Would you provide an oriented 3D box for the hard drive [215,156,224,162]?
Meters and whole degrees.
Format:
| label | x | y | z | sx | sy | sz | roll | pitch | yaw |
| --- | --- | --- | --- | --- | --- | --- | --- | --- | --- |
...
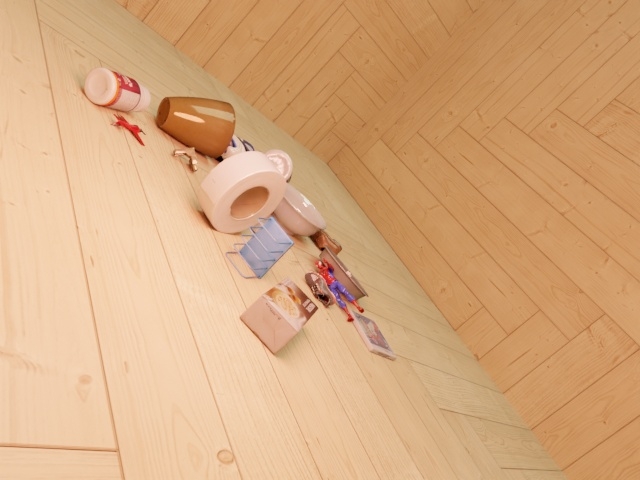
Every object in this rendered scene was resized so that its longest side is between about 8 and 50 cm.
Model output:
| label | x | y | z | sx | sy | sz | roll | pitch | yaw |
| --- | --- | --- | --- | --- | --- | --- | --- | --- | --- |
| hard drive | -0.475 | -0.401 | 2.299 | 0.094 | 0.022 | 0.135 | 35 | 18 | -38 |

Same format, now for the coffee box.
| label | x | y | z | sx | sy | sz | roll | pitch | yaw |
| --- | --- | --- | --- | --- | --- | --- | --- | --- | --- |
| coffee box | -0.110 | 0.206 | 1.476 | 0.141 | 0.098 | 0.246 | 47 | 14 | 4 |

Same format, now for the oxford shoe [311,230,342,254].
| label | x | y | z | sx | sy | sz | roll | pitch | yaw |
| --- | --- | --- | --- | --- | --- | --- | --- | --- | --- |
| oxford shoe | 0.000 | 0.000 | 2.451 | 0.212 | 0.076 | 0.076 | 37 | 53 | 7 |

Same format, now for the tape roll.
| label | x | y | z | sx | sy | sz | roll | pitch | yaw |
| --- | --- | --- | --- | --- | --- | --- | --- | --- | --- |
| tape roll | -0.256 | -0.155 | 1.700 | 0.100 | 0.286 | 0.286 | 53 | 16 | 24 |

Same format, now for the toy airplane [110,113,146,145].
| label | x | y | z | sx | sy | sz | roll | pitch | yaw |
| --- | --- | --- | --- | --- | --- | --- | --- | --- | --- |
| toy airplane | -0.650 | -0.387 | 1.748 | 0.151 | 0.028 | 0.151 | 43 | 15 | -14 |

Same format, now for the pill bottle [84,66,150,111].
| label | x | y | z | sx | sy | sz | roll | pitch | yaw |
| --- | --- | --- | --- | --- | --- | --- | --- | --- | --- |
| pill bottle | -0.694 | -0.512 | 1.785 | 0.121 | 0.121 | 0.221 | 47 | 14 | 7 |

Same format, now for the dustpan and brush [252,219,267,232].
| label | x | y | z | sx | sy | sz | roll | pitch | yaw |
| --- | --- | --- | --- | --- | --- | --- | --- | --- | --- |
| dustpan and brush | -0.216 | -0.033 | 1.958 | 0.147 | 0.060 | 0.211 | 30 | 9 | -7 |

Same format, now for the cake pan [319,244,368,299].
| label | x | y | z | sx | sy | sz | roll | pitch | yaw |
| --- | --- | --- | --- | --- | --- | --- | --- | --- | --- |
| cake pan | 0.095 | 0.144 | 2.228 | 0.293 | 0.054 | 0.293 | 49 | 3 | -3 |

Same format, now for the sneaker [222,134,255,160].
| label | x | y | z | sx | sy | sz | roll | pitch | yaw |
| --- | --- | --- | --- | --- | --- | --- | --- | --- | --- |
| sneaker | -0.384 | -0.424 | 2.300 | 0.236 | 0.130 | 0.322 | 60 | 5 | -46 |

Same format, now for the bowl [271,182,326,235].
| label | x | y | z | sx | sy | sz | roll | pitch | yaw |
| --- | --- | --- | --- | --- | --- | --- | --- | --- | --- |
| bowl | -0.121 | -0.115 | 2.277 | 0.298 | 0.134 | 0.298 | 42 | 14 | -13 |

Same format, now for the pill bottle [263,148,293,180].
| label | x | y | z | sx | sy | sz | roll | pitch | yaw |
| --- | --- | --- | --- | --- | --- | --- | --- | --- | --- |
| pill bottle | -0.214 | -0.327 | 2.448 | 0.162 | 0.162 | 0.278 | 45 | -6 | -2 |

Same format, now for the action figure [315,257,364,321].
| label | x | y | z | sx | sy | sz | roll | pitch | yaw |
| --- | --- | --- | --- | --- | --- | --- | --- | --- | --- |
| action figure | 0.049 | 0.177 | 2.021 | 0.280 | 0.091 | 0.139 | 53 | 6 | 27 |

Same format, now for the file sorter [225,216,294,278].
| label | x | y | z | sx | sy | sz | roll | pitch | yaw |
| --- | --- | --- | --- | --- | --- | --- | --- | --- | --- |
| file sorter | -0.194 | 0.023 | 1.614 | 0.118 | 0.170 | 0.104 | 50 | 18 | 17 |

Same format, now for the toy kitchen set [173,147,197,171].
| label | x | y | z | sx | sy | sz | roll | pitch | yaw |
| --- | --- | --- | --- | --- | --- | --- | --- | --- | --- |
| toy kitchen set | -0.502 | -0.293 | 1.919 | 0.068 | 0.075 | 0.083 | 162 | -82 | -66 |

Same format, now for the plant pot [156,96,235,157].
| label | x | y | z | sx | sy | sz | roll | pitch | yaw |
| --- | --- | --- | --- | --- | --- | --- | --- | --- | --- |
| plant pot | -0.511 | -0.473 | 2.064 | 0.254 | 0.237 | 0.237 | 10 | 35 | -42 |

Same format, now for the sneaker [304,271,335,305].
| label | x | y | z | sx | sy | sz | roll | pitch | yaw |
| --- | --- | --- | --- | --- | --- | --- | --- | --- | --- |
| sneaker | -0.005 | 0.181 | 1.936 | 0.158 | 0.061 | 0.065 | 47 | 20 | 9 |

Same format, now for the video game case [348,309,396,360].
| label | x | y | z | sx | sy | sz | roll | pitch | yaw |
| --- | --- | --- | --- | --- | --- | --- | --- | --- | --- |
| video game case | 0.206 | 0.376 | 2.057 | 0.183 | 0.023 | 0.201 | 31 | 20 | -45 |
